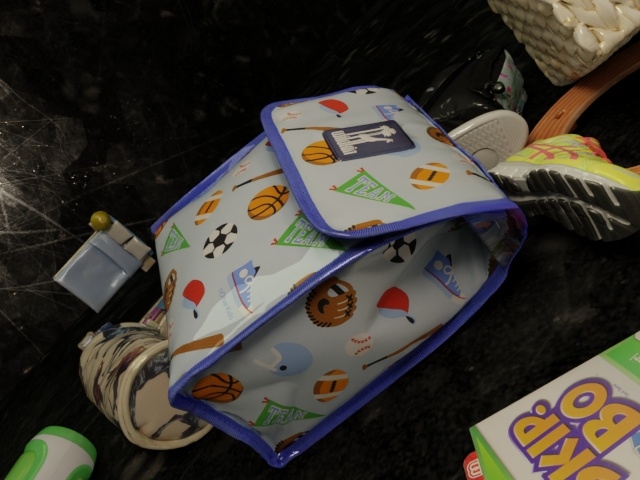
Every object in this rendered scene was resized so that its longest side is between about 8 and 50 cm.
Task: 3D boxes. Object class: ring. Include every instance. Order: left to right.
[{"bbox_3d":[0.372,-0.143,0.626,0.336,0.032,0.336,-38,20,17],"label":"ring"}]

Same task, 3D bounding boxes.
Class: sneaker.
[{"bbox_3d":[0.172,-0.111,0.820,0.256,0.094,0.151,-42,18,32],"label":"sneaker"},{"bbox_3d":[0.247,-0.067,0.559,0.094,0.081,0.208,-39,22,-4],"label":"sneaker"}]

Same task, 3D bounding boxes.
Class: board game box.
[{"bbox_3d":[0.209,0.129,0.391,0.259,0.039,0.124,-40,19,18],"label":"board game box"}]

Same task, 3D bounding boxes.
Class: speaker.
[{"bbox_3d":[-0.483,0.454,0.926,0.131,0.131,0.296,-31,24,32],"label":"speaker"}]

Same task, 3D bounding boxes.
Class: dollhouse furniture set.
[{"bbox_3d":[-0.459,0.122,1.282,0.286,0.303,0.198,-53,21,-23],"label":"dollhouse furniture set"}]

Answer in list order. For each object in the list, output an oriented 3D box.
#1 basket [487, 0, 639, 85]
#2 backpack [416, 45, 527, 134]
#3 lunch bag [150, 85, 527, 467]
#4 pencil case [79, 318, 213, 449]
[{"bbox_3d":[0.320,-0.400,0.698,0.266,0.328,0.331,-40,-2,18],"label":"basket"},{"bbox_3d":[0.242,-0.214,0.893,0.152,0.115,0.182,-7,39,41],"label":"backpack"},{"bbox_3d":[0.000,0.000,0.685,0.385,0.239,0.328,-37,39,9],"label":"lunch bag"},{"bbox_3d":[-0.290,0.223,0.969,0.410,0.160,0.184,-6,56,60],"label":"pencil case"}]
